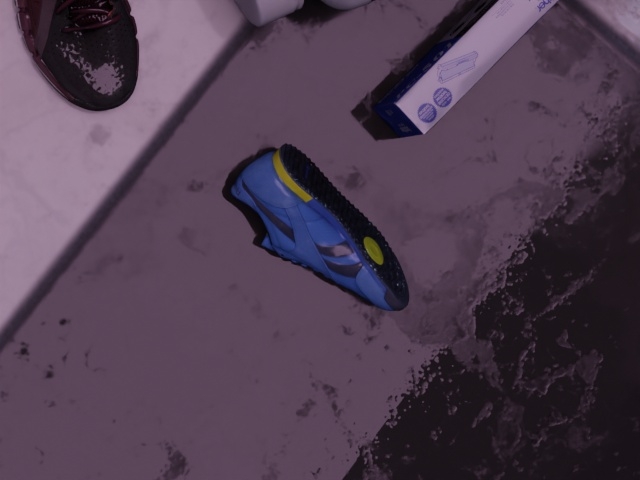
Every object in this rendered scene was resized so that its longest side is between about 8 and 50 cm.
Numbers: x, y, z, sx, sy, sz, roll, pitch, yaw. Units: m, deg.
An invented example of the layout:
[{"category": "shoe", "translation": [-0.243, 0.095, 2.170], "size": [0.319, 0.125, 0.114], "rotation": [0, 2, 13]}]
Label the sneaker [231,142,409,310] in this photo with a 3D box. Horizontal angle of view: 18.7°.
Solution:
[{"category": "sneaker", "translation": [0.000, 0.000, 1.892], "size": [0.082, 0.069, 0.209], "rotation": [-36, 109, 24]}]

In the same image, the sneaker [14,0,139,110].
[{"category": "sneaker", "translation": [-0.235, -0.256, 1.779], "size": [0.106, 0.162, 0.281], "rotation": [-20, 95, -11]}]

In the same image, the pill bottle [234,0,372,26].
[{"category": "pill bottle", "translation": [0.054, -0.325, 1.831], "size": [0.319, 0.176, 0.176], "rotation": [-27, 96, -10]}]

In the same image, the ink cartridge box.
[{"category": "ink cartridge box", "translation": [0.147, -0.187, 1.893], "size": [0.207, 0.097, 0.046], "rotation": [-45, 99, -7]}]
